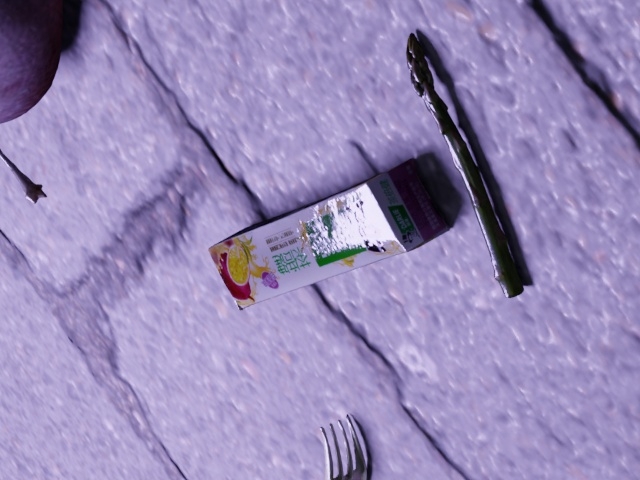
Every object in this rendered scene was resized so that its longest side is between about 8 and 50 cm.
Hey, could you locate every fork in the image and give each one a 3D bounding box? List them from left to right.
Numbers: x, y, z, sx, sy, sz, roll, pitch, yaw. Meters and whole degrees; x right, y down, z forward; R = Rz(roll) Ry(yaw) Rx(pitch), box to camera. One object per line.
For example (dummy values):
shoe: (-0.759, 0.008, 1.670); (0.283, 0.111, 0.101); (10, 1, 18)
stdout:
fork: (0.007, 0.207, 1.379); (0.028, 0.034, 0.219); (45, 147, 32)

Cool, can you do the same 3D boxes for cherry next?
cherry: (-0.215, -0.121, 1.327); (0.148, 0.115, 0.188); (-33, 101, 19)

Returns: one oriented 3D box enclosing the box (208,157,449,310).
box: (0.000, 0.000, 1.199); (0.207, 0.041, 0.050); (-21, 98, 56)

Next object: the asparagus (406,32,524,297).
asparagus: (0.080, -0.040, 1.082); (0.163, 0.016, 0.016); (65, 165, -15)
